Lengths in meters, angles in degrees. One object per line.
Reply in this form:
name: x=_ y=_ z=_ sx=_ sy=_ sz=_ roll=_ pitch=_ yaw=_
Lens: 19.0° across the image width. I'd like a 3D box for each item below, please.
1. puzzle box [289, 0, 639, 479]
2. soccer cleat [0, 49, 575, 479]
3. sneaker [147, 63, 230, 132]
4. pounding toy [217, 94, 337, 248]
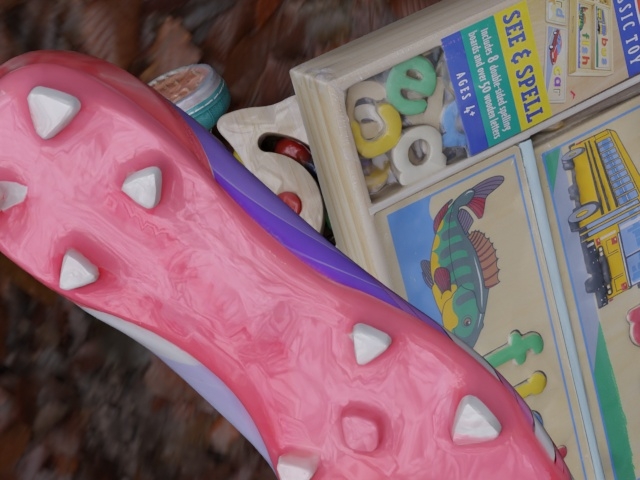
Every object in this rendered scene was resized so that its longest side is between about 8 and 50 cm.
puzzle box: x=0.153 y=0.019 z=1.323 sx=0.272 sy=0.052 sz=0.409 roll=-27 pitch=117 yaw=-22
soccer cleat: x=-0.008 y=0.030 z=0.598 sx=0.248 sy=0.095 sz=0.083 roll=40 pitch=106 yaw=-6
sneaker: x=-0.176 y=-0.071 z=1.927 sx=0.121 sy=0.108 sz=0.302 roll=45 pitch=133 yaw=-17
pounding toy: x=0.000 y=0.000 z=1.841 sx=0.154 sy=0.155 sz=0.269 roll=-33 pitch=71 yaw=7
